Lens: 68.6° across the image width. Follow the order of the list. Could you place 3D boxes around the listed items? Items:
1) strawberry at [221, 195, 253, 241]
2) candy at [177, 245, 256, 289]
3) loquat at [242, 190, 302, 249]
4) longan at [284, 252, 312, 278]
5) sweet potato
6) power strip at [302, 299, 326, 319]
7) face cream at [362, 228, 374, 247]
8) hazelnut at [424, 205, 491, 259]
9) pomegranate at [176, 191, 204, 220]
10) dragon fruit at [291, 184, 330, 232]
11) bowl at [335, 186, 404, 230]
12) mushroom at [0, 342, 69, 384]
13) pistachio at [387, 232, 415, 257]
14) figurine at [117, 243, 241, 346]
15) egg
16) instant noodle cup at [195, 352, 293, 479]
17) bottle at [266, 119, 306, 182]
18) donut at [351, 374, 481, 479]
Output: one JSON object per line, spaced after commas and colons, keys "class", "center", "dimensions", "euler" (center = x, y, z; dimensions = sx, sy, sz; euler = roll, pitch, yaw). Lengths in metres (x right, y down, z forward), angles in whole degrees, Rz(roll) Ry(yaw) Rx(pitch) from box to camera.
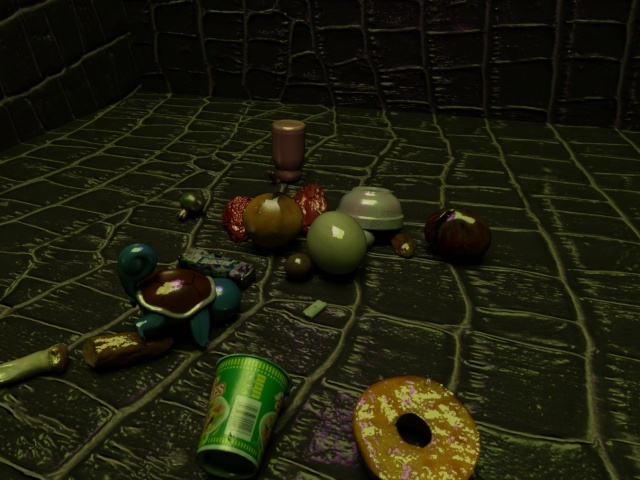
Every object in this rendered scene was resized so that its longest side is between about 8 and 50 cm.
{"class": "strawberry", "center": [-0.336, -0.112, 2.023], "dimensions": [0.189, 0.106, 0.286], "euler": [-4, 33, -2]}
{"class": "candy", "center": [-0.386, 0.095, 1.740], "dimensions": [0.313, 0.061, 0.088], "euler": [16, 39, 25]}
{"class": "loquat", "center": [-0.189, -0.080, 1.858], "dimensions": [0.235, 0.234, 0.235], "euler": [-1, 33, 0]}
{"class": "longan", "center": [-0.082, 0.090, 1.711], "dimensions": [0.114, 0.092, 0.113], "euler": [-12, 28, 6]}
{"class": "sweet potato", "center": [-0.561, 0.316, 1.372], "dimensions": [0.252, 0.097, 0.097], "euler": [-2, 32, -17]}
{"class": "power strip", "center": [-0.018, 0.229, 1.561], "dimensions": [0.040, 0.016, 0.090], "euler": [24, 41, 33]}
{"class": "face cream", "center": [0.159, -0.003, 1.854], "dimensions": [0.095, 0.091, 0.091], "euler": [-16, 35, -38]}
{"class": "hazelnut", "center": [0.526, -0.034, 1.788], "dimensions": [0.252, 0.217, 0.217], "euler": [27, 42, 37]}
{"class": "pomegranate", "center": [-0.585, -0.150, 2.098], "dimensions": [0.115, 0.114, 0.142], "euler": [21, 63, 30]}
{"class": "dragon fruit", "center": [-0.077, -0.152, 2.023], "dimensions": [0.205, 0.151, 0.317], "euler": [-12, 30, -10]}
{"class": "bowl", "center": [0.205, -0.142, 1.948], "dimensions": [0.287, 0.143, 0.287], "euler": [3, 15, -1]}
{"class": "mushroom", "center": [-0.830, 0.361, 1.334], "dimensions": [0.209, 0.071, 0.084], "euler": [-17, 68, -18]}
{"class": "pistachio", "center": [0.329, 0.006, 1.873], "dimensions": [0.090, 0.049, 0.172], "euler": [-8, 34, -13]}
{"class": "figurine", "center": [-0.457, 0.173, 1.448], "dimensions": [0.417, 0.242, 0.298], "euler": [29, 1, -38]}
{"class": "egg", "center": [0.057, 0.008, 1.721], "dimensions": [0.219, 0.218, 0.269], "euler": [-11, 31, -16]}
{"class": "instant noodle cup", "center": [-0.186, 0.422, 1.116], "dimensions": [0.207, 0.206, 0.232], "euler": [4, 39, 8]}
{"class": "bottle", "center": [-0.177, -0.443, 2.364], "dimensions": [0.207, 0.296, 0.173], "euler": [-20, 37, -35]}
{"class": "donut", "center": [0.216, 0.467, 1.101], "dimensions": [0.303, 0.110, 0.302], "euler": [-1, 35, 1]}
